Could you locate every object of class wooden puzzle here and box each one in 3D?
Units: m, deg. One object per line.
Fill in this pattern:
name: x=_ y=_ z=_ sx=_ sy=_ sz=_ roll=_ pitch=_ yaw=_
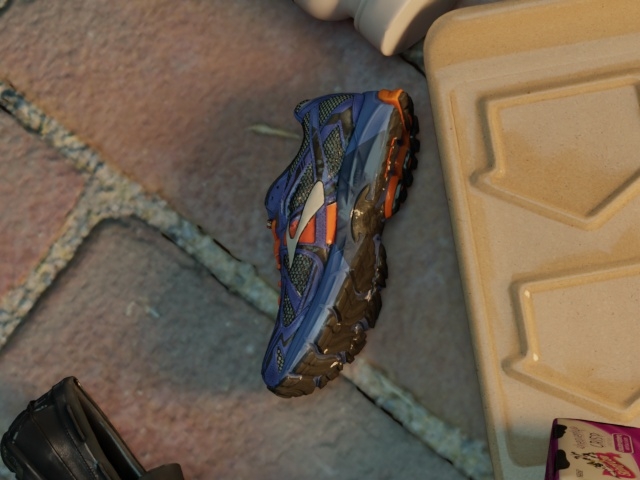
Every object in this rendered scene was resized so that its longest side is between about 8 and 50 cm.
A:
wooden puzzle: x=0.251 y=-0.001 z=1.223 sx=0.322 sy=0.080 sz=0.348 roll=-10 pitch=82 yaw=6

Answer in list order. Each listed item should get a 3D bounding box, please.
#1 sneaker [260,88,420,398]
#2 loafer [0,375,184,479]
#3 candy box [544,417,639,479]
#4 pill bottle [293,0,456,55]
sneaker: x=0.000 y=0.000 z=1.261 sx=0.087 sy=0.083 sz=0.221 roll=11 pitch=74 yaw=23
loafer: x=-0.116 y=0.181 z=1.231 sx=0.223 sy=0.076 sz=0.078 roll=42 pitch=94 yaw=17
candy box: x=0.155 y=0.237 z=1.107 sx=0.071 sy=0.159 sz=0.233 roll=7 pitch=98 yaw=6
pill bottle: x=-0.002 y=-0.229 z=1.276 sx=0.216 sy=0.121 sz=0.121 roll=44 pitch=87 yaw=14
